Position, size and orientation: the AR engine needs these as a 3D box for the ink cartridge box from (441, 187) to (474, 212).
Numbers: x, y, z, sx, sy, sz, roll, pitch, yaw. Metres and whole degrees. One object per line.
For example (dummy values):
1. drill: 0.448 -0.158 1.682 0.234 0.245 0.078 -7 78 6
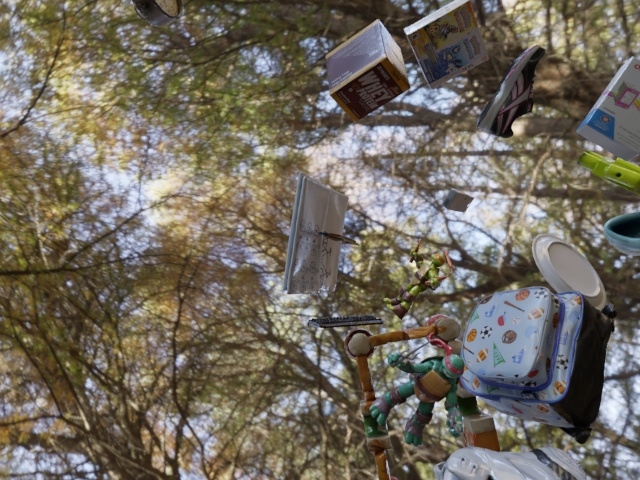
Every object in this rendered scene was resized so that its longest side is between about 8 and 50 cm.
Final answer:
1. ink cartridge box: 0.434 -0.124 1.703 0.115 0.029 0.062 7 -61 -47

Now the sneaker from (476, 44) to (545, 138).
1. sneaker: 0.369 -0.272 1.011 0.077 0.072 0.178 30 -69 0

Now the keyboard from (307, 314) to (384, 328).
1. keyboard: 0.059 0.202 1.362 0.180 0.108 0.023 1 -94 -25

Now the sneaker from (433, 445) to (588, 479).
1. sneaker: 0.272 0.381 0.693 0.210 0.366 0.137 3 -85 1

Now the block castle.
1. block castle: 0.240 0.417 1.317 0.303 0.213 0.453 -11 -102 3

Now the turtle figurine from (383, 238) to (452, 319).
1. turtle figurine: 0.267 0.106 1.468 0.087 0.269 0.217 37 -81 -19

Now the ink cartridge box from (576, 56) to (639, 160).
1. ink cartridge box: 0.461 -0.195 0.805 0.122 0.089 0.052 -55 -11 0

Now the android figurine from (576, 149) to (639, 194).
1. android figurine: 0.880 -0.185 1.546 0.248 0.273 0.056 -18 -46 -54

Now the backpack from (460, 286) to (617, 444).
1. backpack: 0.395 0.223 1.052 0.213 0.263 0.276 37 -119 -14

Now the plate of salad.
1. plate of salad: 0.528 0.071 1.163 0.200 0.048 0.199 19 -134 -21

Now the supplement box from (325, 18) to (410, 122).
1. supplement box: 0.132 -0.485 1.552 0.129 0.191 0.194 38 -145 -40

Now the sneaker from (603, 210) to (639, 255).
1. sneaker: 0.963 -0.031 1.470 0.150 0.366 0.135 20 -114 -37

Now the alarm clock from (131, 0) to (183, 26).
1. alarm clock: -0.367 -0.525 1.171 0.129 0.064 0.192 55 -155 -35

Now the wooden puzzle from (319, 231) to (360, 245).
1. wooden puzzle: 0.055 -0.007 1.518 0.116 0.079 0.014 23 -103 -53

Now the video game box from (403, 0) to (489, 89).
1. video game box: 0.363 -0.560 1.544 0.187 0.048 0.205 -28 -46 14

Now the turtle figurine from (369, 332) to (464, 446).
1. turtle figurine: 0.192 0.268 0.960 0.118 0.175 0.234 -24 -27 -45

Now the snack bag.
1. snack bag: 0.000 0.000 1.538 0.342 0.037 0.322 17 -101 -65
